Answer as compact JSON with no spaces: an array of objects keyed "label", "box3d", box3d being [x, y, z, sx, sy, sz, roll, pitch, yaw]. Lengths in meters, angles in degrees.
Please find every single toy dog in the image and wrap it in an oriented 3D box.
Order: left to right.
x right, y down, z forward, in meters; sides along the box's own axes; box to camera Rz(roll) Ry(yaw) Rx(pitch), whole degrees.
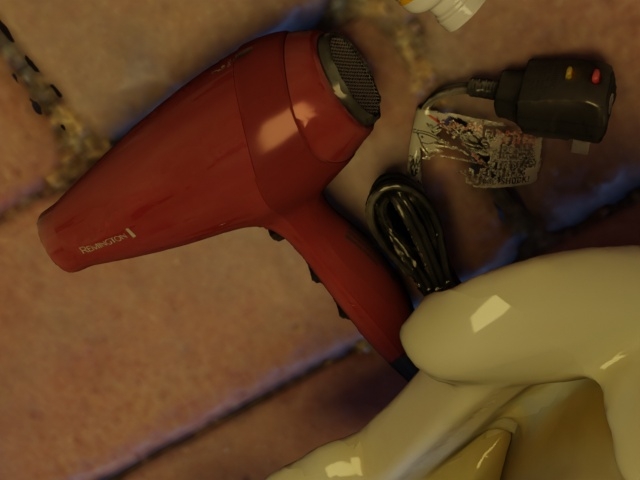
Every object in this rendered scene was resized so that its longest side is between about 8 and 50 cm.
[{"label":"toy dog","box3d":[0.194,0.239,0.879,0.395,0.407,0.284,-4,155,-33]}]

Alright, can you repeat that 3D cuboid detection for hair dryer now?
[{"label":"hair dryer","box3d":[0.000,0.000,0.965,0.294,0.080,0.223,8,118,3]}]

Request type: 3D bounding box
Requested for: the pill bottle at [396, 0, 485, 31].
[{"label":"pill bottle","box3d":[0.043,-0.139,0.910,0.083,0.043,0.043,41,114,-14]}]
